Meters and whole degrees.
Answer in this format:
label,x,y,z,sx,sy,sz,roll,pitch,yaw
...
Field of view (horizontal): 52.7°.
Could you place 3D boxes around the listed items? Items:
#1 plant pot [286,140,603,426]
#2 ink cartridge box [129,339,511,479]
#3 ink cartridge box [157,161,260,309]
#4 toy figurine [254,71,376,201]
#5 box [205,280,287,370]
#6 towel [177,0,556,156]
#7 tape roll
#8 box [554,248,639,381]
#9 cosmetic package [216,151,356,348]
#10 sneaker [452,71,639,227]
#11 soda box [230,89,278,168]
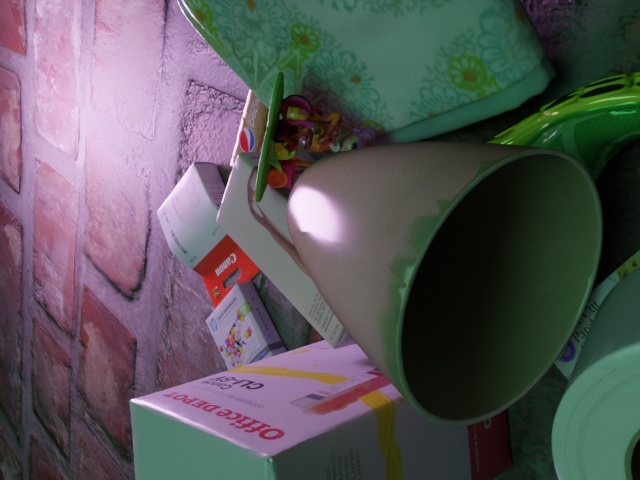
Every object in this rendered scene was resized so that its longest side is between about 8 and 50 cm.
label,x,y,z,sx,sy,sz,roll,pitch,yaw
plant pot,0.090,0.003,0.661,0.274,0.256,0.257,31,119,50
ink cartridge box,0.007,0.239,0.788,0.279,0.384,0.161,1,98,47
ink cartridge box,-0.221,-0.004,1.236,0.189,0.066,0.232,-40,64,43
toy figurine,0.010,-0.114,0.816,0.130,0.159,0.173,-81,3,-53
box,-0.132,0.190,1.187,0.145,0.038,0.186,-47,62,41
towel,0.035,-0.249,0.755,0.374,0.090,0.320,-13,130,47
tape roll,0.332,0.145,0.528,0.246,0.169,0.246,14,118,28
box,0.344,0.024,0.620,0.067,0.063,0.324,55,132,24
cosmetic package,0.000,0.000,0.926,0.296,0.153,0.129,42,124,32
sneaker,0.255,-0.082,0.686,0.295,0.109,0.124,-29,93,48
soda box,-0.089,-0.189,1.049,0.058,0.061,0.181,40,125,36
